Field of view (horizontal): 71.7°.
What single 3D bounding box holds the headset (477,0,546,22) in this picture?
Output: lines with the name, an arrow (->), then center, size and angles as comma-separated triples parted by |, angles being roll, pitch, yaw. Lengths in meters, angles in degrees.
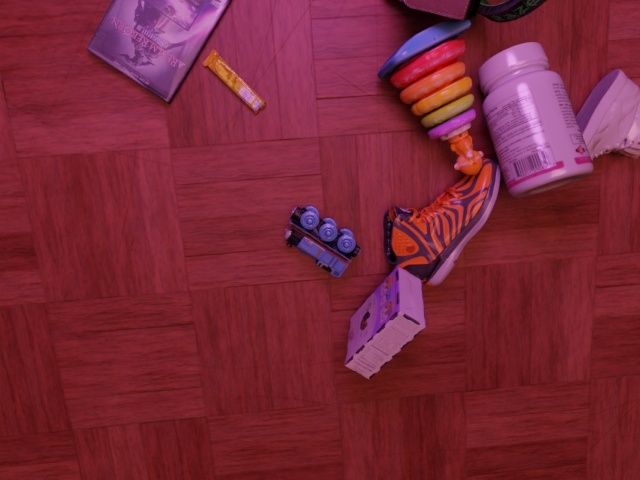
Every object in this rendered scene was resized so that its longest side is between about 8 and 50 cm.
headset -> 0.363, -0.625, 0.832 | 0.185, 0.243, 0.394 | 10, 80, -28

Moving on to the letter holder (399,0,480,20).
letter holder -> 0.210, -0.572, 0.766 | 0.214, 0.152, 0.302 | 22, 126, 14

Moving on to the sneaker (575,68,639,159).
sneaker -> 0.638, -0.211, 0.991 | 0.169, 0.108, 0.292 | 34, 96, -6

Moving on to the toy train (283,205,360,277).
toy train -> 0.000, 0.000, 1.009 | 0.184, 0.080, 0.105 | 32, 103, -9

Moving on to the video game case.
video game case -> -0.333, -0.460, 0.927 | 0.196, 0.026, 0.274 | 33, 96, -9

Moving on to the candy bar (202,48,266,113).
candy bar -> -0.185, -0.342, 0.961 | 0.161, 0.018, 0.040 | 43, 99, -10

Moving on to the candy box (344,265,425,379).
candy box -> 0.140, 0.180, 0.978 | 0.070, 0.165, 0.196 | 31, 120, -10

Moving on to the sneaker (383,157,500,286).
sneaker -> 0.255, -0.062, 0.987 | 0.180, 0.124, 0.321 | 27, 98, -9

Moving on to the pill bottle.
pill bottle -> 0.432, -0.244, 0.914 | 0.160, 0.160, 0.283 | -14, 82, -1

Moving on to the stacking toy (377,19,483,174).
stacking toy -> 0.262, -0.274, 0.921 | 0.175, 0.166, 0.302 | -28, 99, -2
